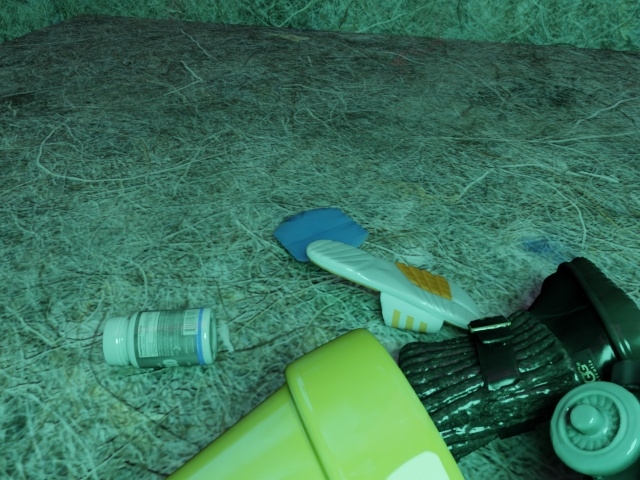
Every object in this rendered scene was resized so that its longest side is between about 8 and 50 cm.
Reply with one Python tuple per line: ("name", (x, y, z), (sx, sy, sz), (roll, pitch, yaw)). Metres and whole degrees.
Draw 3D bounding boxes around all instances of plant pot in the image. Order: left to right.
("plant pot", (-0.010, 0.238, 0.485), (0.239, 0.254, 0.254), (-27, 39, -7))

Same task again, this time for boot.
("boot", (0.235, 0.133, 0.700), (0.260, 0.131, 0.348), (-27, -6, 16))

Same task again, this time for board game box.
("board game box", (0.000, 0.000, 0.993), (0.133, 0.033, 0.169), (-22, 34, -19))

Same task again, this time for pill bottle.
("pill bottle", (-0.211, 0.131, 0.770), (0.137, 0.078, 0.078), (-3, 35, -1))

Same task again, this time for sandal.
("sandal", (0.098, 0.077, 0.834), (0.265, 0.076, 0.102), (22, 25, 9))

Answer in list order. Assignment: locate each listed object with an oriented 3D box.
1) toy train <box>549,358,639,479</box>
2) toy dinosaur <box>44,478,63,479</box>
("toy train", (0.255, 0.231, 0.387), (0.190, 0.142, 0.333), (-18, 39, 48))
("toy dinosaur", (-0.271, 0.290, 0.565), (0.183, 0.053, 0.092), (-16, 39, 10))
